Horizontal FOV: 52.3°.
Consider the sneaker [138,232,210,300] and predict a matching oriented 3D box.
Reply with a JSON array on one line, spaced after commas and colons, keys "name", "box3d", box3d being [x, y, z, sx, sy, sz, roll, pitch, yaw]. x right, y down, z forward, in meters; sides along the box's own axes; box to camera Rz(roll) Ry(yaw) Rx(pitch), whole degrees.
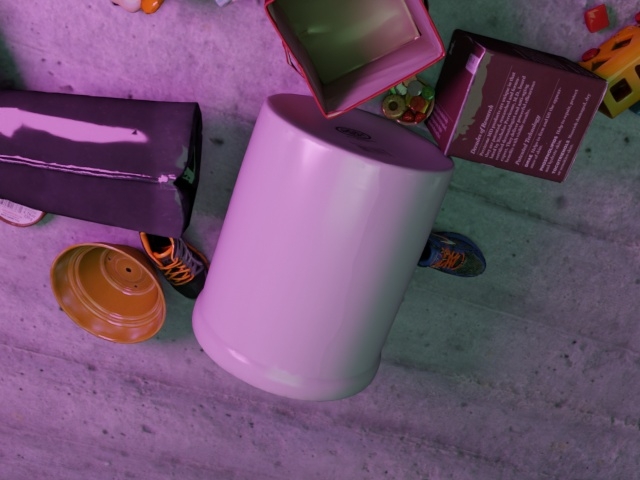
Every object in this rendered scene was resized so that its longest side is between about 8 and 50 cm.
[{"name": "sneaker", "box3d": [-0.267, 0.031, 1.168, 0.084, 0.083, 0.215, -25, 118, 7]}]

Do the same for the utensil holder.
[{"name": "utensil holder", "box3d": [0.000, 0.000, 1.041, 0.327, 0.327, 0.385, 15, 113, -11]}]

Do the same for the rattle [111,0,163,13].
[{"name": "rattle", "box3d": [-0.300, -0.413, 0.908, 0.130, 0.143, 0.200, -19, 124, 22]}]

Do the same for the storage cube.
[{"name": "storage cube", "box3d": [0.045, -0.320, 0.944, 0.215, 0.193, 0.184, -28, 116, 10]}]

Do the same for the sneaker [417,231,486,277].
[{"name": "sneaker", "box3d": [0.205, 0.023, 1.191, 0.221, 0.087, 0.083, 19, 115, -13]}]

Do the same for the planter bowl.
[{"name": "planter bowl", "box3d": [-0.361, 0.074, 1.168, 0.217, 0.090, 0.217, 7, 123, 11]}]

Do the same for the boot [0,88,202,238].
[{"name": "boot", "box3d": [-0.395, -0.204, 0.955, 0.445, 0.146, 0.367, 11, 121, 5]}]

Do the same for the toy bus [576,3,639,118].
[{"name": "toy bus", "box3d": [0.514, -0.288, 1.041, 0.191, 0.104, 0.202, 3, 117, -5]}]

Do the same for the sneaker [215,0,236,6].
[{"name": "sneaker", "box3d": [-0.116, -0.362, 0.907, 0.080, 0.212, 0.094, 23, 117, -32]}]

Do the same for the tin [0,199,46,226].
[{"name": "tin", "box3d": [-0.498, -0.106, 1.109, 0.106, 0.040, 0.190, 24, 113, -20]}]

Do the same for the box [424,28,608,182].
[{"name": "box", "box3d": [0.297, -0.214, 1.028, 0.203, 0.168, 0.167, 12, 117, -9]}]

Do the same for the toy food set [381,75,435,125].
[{"name": "toy food set", "box3d": [0.147, -0.232, 1.076, 0.083, 0.020, 0.083, 26, 102, 14]}]
